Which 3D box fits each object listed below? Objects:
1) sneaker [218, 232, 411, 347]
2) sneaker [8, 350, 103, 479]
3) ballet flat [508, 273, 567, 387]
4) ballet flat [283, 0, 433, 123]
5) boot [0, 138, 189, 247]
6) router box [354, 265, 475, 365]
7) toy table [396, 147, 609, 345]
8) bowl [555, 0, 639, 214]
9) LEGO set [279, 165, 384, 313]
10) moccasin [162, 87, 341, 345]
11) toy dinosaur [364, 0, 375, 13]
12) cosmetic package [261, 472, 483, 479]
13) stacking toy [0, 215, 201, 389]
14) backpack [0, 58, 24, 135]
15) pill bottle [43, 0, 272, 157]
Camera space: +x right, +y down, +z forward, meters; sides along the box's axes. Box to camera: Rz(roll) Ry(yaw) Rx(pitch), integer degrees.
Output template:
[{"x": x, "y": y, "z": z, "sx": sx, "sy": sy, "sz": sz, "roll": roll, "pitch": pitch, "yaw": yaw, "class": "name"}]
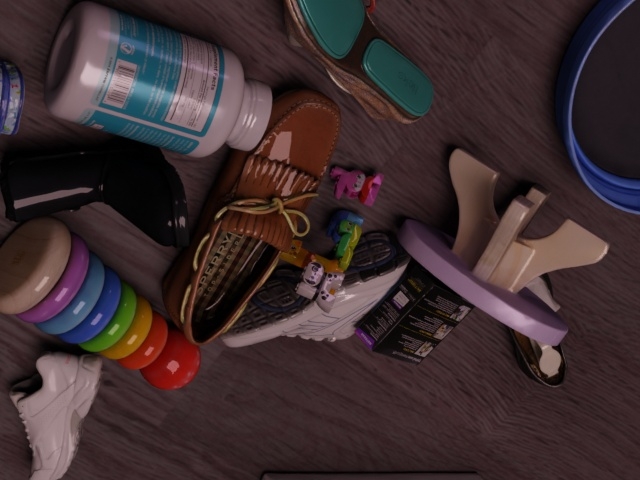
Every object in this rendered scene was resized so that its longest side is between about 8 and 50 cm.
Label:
[{"x": -0.002, "y": 0.099, "z": 1.923, "sx": 0.297, "sy": 0.111, "sz": 0.129, "roll": -18, "pitch": 131, "yaw": -7, "class": "sneaker"}, {"x": -0.385, "y": 0.243, "z": 1.889, "sx": 0.115, "sy": 0.090, "sz": 0.232, "roll": 19, "pitch": 113, "yaw": -8, "class": "sneaker"}, {"x": 0.326, "y": 0.116, "z": 2.053, "sx": 0.095, "sy": 0.096, "sz": 0.280, "roll": -28, "pitch": 124, "yaw": -2, "class": "ballet flat"}, {"x": 0.021, "y": -0.253, "z": 1.724, "sx": 0.316, "sy": 0.106, "sz": 0.108, "roll": 46, "pitch": 63, "yaw": -36, "class": "ballet flat"}, {"x": -0.282, "y": -0.050, "z": 1.652, "sx": 0.207, "sy": 0.246, "sz": 0.094, "roll": -11, "pitch": 122, "yaw": -17, "class": "boot"}, {"x": 0.141, "y": 0.113, "z": 1.967, "sx": 0.133, "sy": 0.046, "sz": 0.179, "roll": -47, "pitch": 153, "yaw": 9, "class": "router box"}, {"x": 0.261, "y": 0.004, "z": 1.893, "sx": 0.274, "sy": 0.252, "sz": 0.161, "roll": 31, "pitch": 105, "yaw": -1, "class": "toy table"}, {"x": 0.517, "y": -0.223, "z": 1.939, "sx": 0.391, "sy": 0.077, "sz": 0.391, "roll": -9, "pitch": 121, "yaw": -15, "class": "bowl"}, {"x": 0.000, "y": 0.000, "z": 1.849, "sx": 0.093, "sy": 0.227, "sz": 0.087, "roll": 23, "pitch": 148, "yaw": -2, "class": "LEGO set"}, {"x": -0.089, "y": -0.029, "z": 1.789, "sx": 0.139, "sy": 0.147, "sz": 0.380, "roll": 29, "pitch": 106, "yaw": -31, "class": "moccasin"}, {"x": 0.054, "y": -0.332, "z": 1.718, "sx": 0.047, "sy": 0.090, "sz": 0.082, "roll": -12, "pitch": 91, "yaw": 5, "class": "toy dinosaur"}, {"x": 0.100, "y": 0.586, "z": 2.101, "sx": 0.393, "sy": 0.329, "sz": 0.328, "roll": 4, "pitch": 116, "yaw": -21, "class": "cosmetic package"}, {"x": -0.283, "y": 0.104, "z": 1.813, "sx": 0.141, "sy": 0.141, "sz": 0.330, "roll": -45, "pitch": 127, "yaw": 9, "class": "stacking toy"}, {"x": -0.401, "y": -0.170, "z": 1.616, "sx": 0.084, "sy": 0.114, "sz": 0.105, "roll": 7, "pitch": 115, "yaw": -23, "class": "backpack"}, {"x": -0.196, "y": -0.189, "z": 1.660, "sx": 0.264, "sy": 0.146, "sz": 0.146, "roll": 16, "pitch": 112, "yaw": -27, "class": "pill bottle"}]
